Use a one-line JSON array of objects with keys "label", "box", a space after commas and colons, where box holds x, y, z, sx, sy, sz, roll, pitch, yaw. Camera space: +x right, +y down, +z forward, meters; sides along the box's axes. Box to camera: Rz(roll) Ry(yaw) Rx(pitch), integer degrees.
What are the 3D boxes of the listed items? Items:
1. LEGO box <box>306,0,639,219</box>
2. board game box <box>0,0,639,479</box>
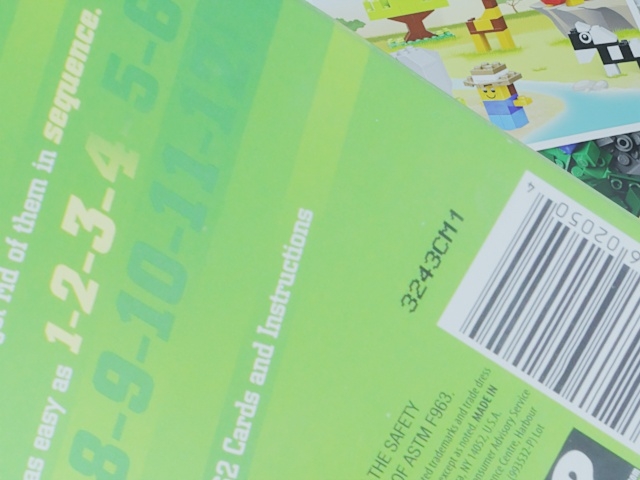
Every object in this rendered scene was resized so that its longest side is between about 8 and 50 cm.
[{"label": "LEGO box", "box": [0.000, 0.000, 0.998, 0.372, 0.500, 0.193, 63, 156, 17]}, {"label": "board game box", "box": [-0.055, -0.005, 0.326, 0.259, 0.124, 0.039, 33, 168, -9]}]
